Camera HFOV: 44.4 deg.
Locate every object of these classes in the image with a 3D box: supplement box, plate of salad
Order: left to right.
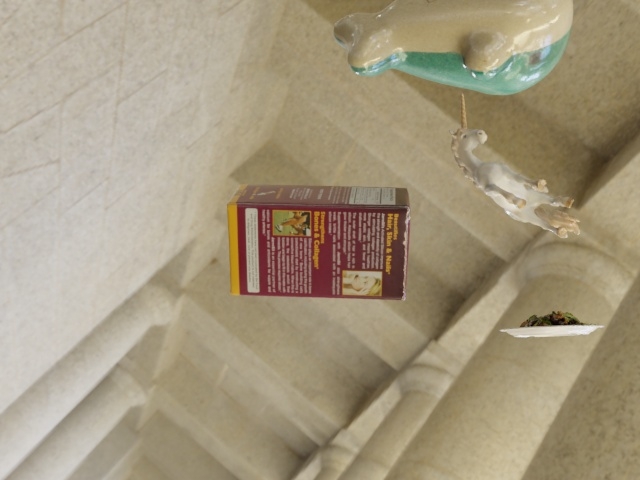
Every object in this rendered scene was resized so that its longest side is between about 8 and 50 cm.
[{"bbox_3d":[0.000,0.000,0.838,0.188,0.081,0.104,1,-71,4],"label":"supplement box"},{"bbox_3d":[0.454,0.164,1.547,0.199,0.199,0.048,-12,-104,51],"label":"plate of salad"}]

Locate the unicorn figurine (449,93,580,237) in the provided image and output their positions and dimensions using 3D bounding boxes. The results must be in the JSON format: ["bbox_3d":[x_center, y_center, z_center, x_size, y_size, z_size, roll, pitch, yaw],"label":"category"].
[{"bbox_3d":[0.188,-0.057,0.782,0.162,0.060,0.111,52,-9,-34],"label":"unicorn figurine"}]

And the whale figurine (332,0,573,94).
[{"bbox_3d":[0.156,-0.232,0.921,0.216,0.271,0.141,-111,-172,-47],"label":"whale figurine"}]
